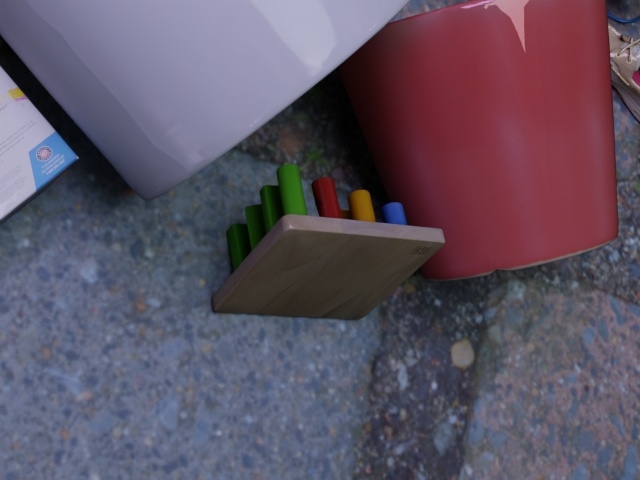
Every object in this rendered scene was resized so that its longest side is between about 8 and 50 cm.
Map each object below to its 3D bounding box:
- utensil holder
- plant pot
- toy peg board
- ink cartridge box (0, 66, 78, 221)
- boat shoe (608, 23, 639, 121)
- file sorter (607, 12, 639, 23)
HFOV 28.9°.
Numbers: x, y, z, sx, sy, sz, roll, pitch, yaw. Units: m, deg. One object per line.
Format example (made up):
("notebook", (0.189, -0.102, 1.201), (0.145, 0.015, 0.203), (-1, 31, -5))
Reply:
("utensil holder", (-0.146, -0.275, 1.024), (0.385, 0.327, 0.327), (51, 59, -11))
("plant pot", (0.168, -0.099, 1.202), (0.274, 0.275, 0.243), (-15, 93, -32))
("toy peg board", (0.000, 0.000, 1.133), (0.160, 0.161, 0.079), (4, 60, -29))
("ink cartridge box", (-0.290, -0.085, 1.023), (0.143, 0.090, 0.092), (51, 59, -7))
("boat shoe", (0.359, -0.207, 1.443), (0.170, 0.059, 0.063), (43, 60, -13))
("file sorter", (0.361, -0.361, 1.459), (0.118, 0.104, 0.170), (21, 68, -23))
